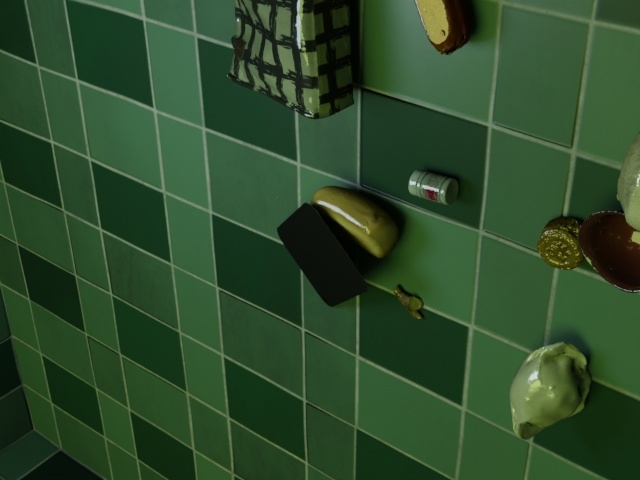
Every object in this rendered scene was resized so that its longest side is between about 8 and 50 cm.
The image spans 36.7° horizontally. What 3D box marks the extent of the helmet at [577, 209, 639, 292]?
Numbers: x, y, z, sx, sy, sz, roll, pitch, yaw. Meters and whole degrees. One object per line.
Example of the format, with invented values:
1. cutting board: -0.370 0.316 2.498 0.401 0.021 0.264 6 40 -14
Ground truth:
1. helmet: 0.568 0.003 1.756 0.175 0.106 0.155 14 122 44

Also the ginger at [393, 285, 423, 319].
1. ginger: 0.207 0.144 2.252 0.097 0.030 0.048 51 141 2

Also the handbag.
1. handbag: -0.079 -0.454 2.040 0.327 0.162 0.325 23 128 39

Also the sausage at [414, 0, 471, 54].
1. sausage: 0.199 -0.507 1.785 0.102 0.102 0.330 -7 111 46

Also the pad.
1. pad: -0.001 0.000 2.306 0.315 0.063 0.375 54 162 -1

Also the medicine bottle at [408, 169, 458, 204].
1. medicine bottle: 0.238 -0.112 2.032 0.091 0.058 0.058 19 127 35

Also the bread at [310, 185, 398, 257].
1. bread: 0.082 -0.052 2.184 0.217 0.098 0.147 33 163 25

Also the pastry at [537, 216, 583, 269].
1. pastry: 0.476 0.005 1.886 0.097 0.057 0.109 35 138 14

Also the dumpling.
1. dumpling: 0.484 0.312 2.024 0.132 0.162 0.250 -119 35 -56

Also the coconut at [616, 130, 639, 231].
1. coconut: 0.625 -0.082 1.547 0.266 0.237 0.237 26 131 33
